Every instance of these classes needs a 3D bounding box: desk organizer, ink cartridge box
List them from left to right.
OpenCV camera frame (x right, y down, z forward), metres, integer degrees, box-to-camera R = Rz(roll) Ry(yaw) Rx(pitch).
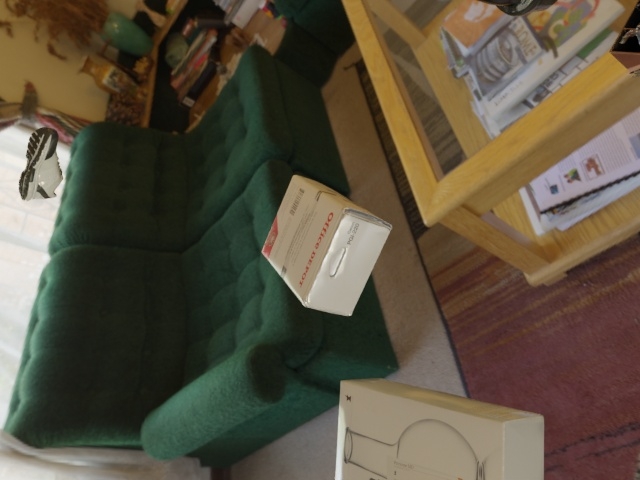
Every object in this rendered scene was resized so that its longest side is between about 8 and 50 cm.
[{"bbox_3d":[0.000,0.000,0.786,0.158,0.092,0.218,-66,28,10],"label":"ink cartridge box"},{"bbox_3d":[0.469,-0.307,0.684,0.130,0.050,0.047,-59,14,-7],"label":"desk organizer"}]

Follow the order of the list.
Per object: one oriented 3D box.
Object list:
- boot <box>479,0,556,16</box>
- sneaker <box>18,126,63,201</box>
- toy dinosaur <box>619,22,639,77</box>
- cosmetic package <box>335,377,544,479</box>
[{"bbox_3d":[0.017,-0.301,0.382,0.260,0.131,0.348,-19,75,-4],"label":"boot"},{"bbox_3d":[-0.351,-0.097,0.621,0.040,0.044,0.109,51,122,27],"label":"sneaker"},{"bbox_3d":[0.356,-0.194,0.504,0.082,0.047,0.090,46,145,21],"label":"toy dinosaur"},{"bbox_3d":[0.139,0.398,0.648,0.284,0.097,0.377,-7,77,53],"label":"cosmetic package"}]
